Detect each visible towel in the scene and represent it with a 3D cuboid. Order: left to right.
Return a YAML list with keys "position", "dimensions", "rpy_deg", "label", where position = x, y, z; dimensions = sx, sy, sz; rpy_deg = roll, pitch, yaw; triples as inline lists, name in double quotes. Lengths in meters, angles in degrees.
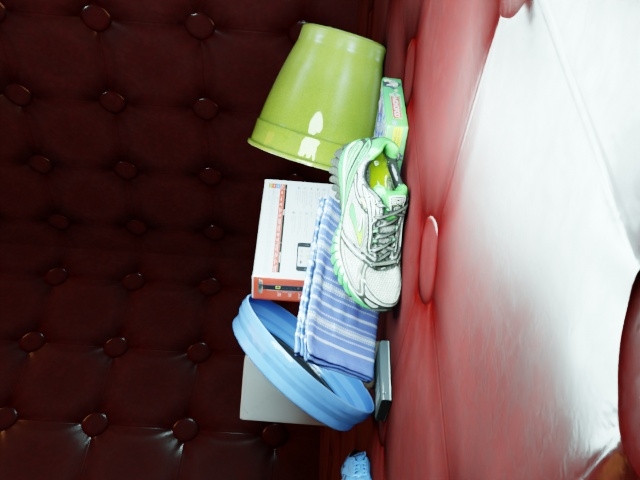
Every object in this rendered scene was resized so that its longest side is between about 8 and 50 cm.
- position: [0.056, 0.102, 1.361]
  dimensions: [0.243, 0.040, 0.336]
  rpy_deg: [30, -118, -44]
  label: "towel"

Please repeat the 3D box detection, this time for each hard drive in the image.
- position: [0.127, 0.286, 1.381]
  dimensions: [0.094, 0.022, 0.135]
  rpy_deg: [96, 177, -50]
  label: "hard drive"

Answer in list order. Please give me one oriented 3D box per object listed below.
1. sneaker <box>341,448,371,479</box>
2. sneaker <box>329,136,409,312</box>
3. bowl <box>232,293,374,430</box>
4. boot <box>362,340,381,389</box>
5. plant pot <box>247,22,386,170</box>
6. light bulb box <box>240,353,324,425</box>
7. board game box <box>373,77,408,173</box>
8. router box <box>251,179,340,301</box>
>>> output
- position: [0.082, 0.529, 1.534]
  dimensions: [0.209, 0.069, 0.082]
  rpy_deg: [121, 157, -86]
  label: "sneaker"
- position: [0.099, -0.034, 1.283]
  dimensions: [0.146, 0.134, 0.343]
  rpy_deg: [-17, 79, 59]
  label: "sneaker"
- position: [-0.043, 0.280, 1.548]
  dimensions: [0.077, 0.391, 0.391]
  rpy_deg: [-48, 5, 4]
  label: "bowl"
- position: [0.119, 0.280, 1.506]
  dimensions: [0.114, 0.037, 0.106]
  rpy_deg: [122, 150, -76]
  label: "boot"
- position: [0.021, -0.395, 1.859]
  dimensions: [0.366, 0.366, 0.353]
  rpy_deg: [-94, 21, -76]
  label: "plant pot"
- position: [-0.086, 0.464, 2.347]
  dimensions: [0.361, 0.358, 0.225]
  rpy_deg: [-105, 21, -80]
  label: "light bulb box"
- position: [0.143, -0.170, 1.509]
  dimensions: [0.213, 0.046, 0.317]
  rpy_deg: [-90, 4, -50]
  label: "board game box"
- position: [0.000, 0.000, 1.619]
  dimensions: [0.082, 0.301, 0.335]
  rpy_deg: [97, 177, -45]
  label: "router box"
